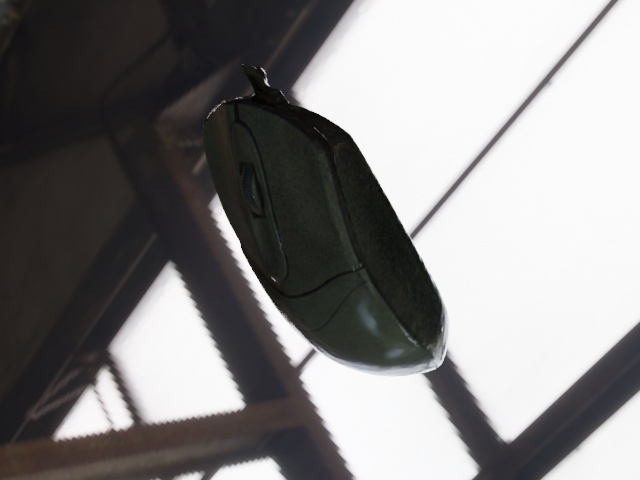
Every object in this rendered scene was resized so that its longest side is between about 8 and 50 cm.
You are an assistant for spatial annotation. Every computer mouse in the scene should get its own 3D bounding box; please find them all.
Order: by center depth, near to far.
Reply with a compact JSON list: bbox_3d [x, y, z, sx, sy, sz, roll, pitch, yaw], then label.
[{"bbox_3d":[-0.003,0.005,0.883,0.068,0.113,0.229,-49,-56,-26],"label":"computer mouse"}]
